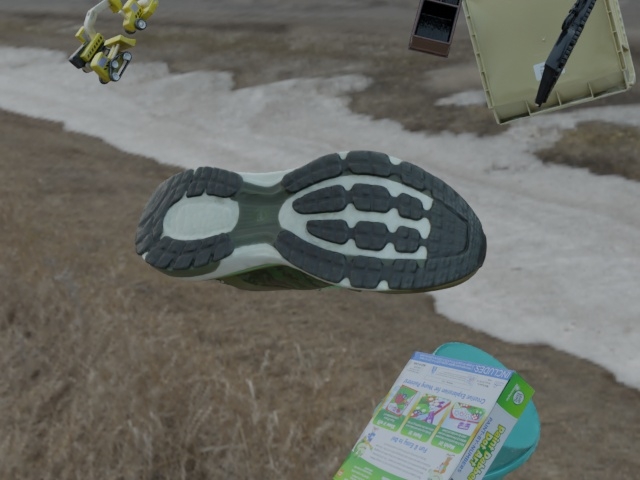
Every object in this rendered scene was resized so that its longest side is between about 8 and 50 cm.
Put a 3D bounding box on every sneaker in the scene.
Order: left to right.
[{"bbox_3d":[0.000,0.000,1.063,0.411,0.182,0.158,5,72,27],"label":"sneaker"}]

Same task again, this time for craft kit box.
[{"bbox_3d":[0.159,0.288,1.352,0.246,0.061,0.250,-51,22,-17],"label":"craft kit box"}]

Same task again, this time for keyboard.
[{"bbox_3d":[0.326,-0.264,1.209,0.023,0.108,0.180,22,55,15],"label":"keyboard"}]

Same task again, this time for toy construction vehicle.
[{"bbox_3d":[-0.199,-0.192,0.863,0.086,0.035,0.098,3,62,50],"label":"toy construction vehicle"}]

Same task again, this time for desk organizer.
[{"bbox_3d":[0.135,-0.272,1.009,0.047,0.130,0.050,14,-2,3],"label":"desk organizer"}]

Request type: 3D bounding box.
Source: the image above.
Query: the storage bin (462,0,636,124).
[{"bbox_3d":[0.431,-0.376,1.738,0.262,0.260,0.123,-13,4,25],"label":"storage bin"}]

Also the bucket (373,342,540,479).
[{"bbox_3d":[0.254,0.336,1.697,0.281,0.183,0.281,26,32,-18],"label":"bucket"}]
